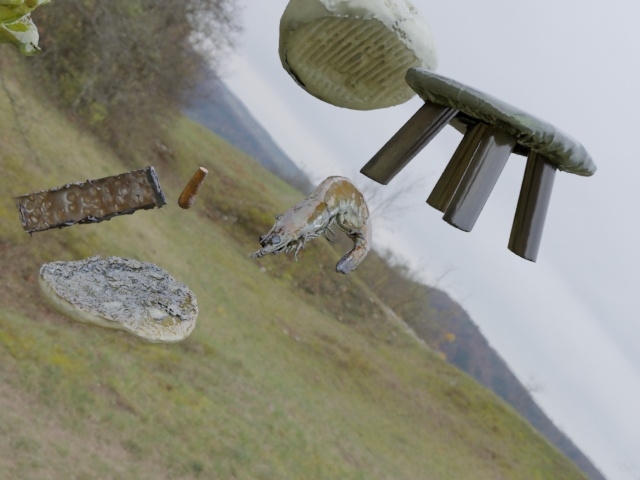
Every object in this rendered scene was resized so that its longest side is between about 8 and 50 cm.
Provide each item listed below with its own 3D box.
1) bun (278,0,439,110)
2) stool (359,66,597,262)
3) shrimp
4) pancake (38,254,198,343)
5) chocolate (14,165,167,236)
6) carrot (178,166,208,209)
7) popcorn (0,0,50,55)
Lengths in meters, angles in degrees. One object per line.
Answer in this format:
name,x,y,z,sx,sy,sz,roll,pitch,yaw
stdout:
bun,0.085,-0.454,1.734,0.359,0.211,0.360,12,-30,7
stool,0.282,-0.135,1.395,0.310,0.226,0.310,18,13,-45
shrimp,0.000,0.000,1.347,0.058,0.296,0.169,-15,-73,46
pancake,-0.333,0.091,1.312,0.282,0.049,0.282,21,14,-6
chocolate,-0.497,-0.090,1.694,0.065,0.329,0.102,-88,165,-68
carrot,-0.258,-0.105,1.572,0.032,0.093,0.032,30,14,-8
popcorn,-0.708,-0.582,1.650,0.335,0.279,0.274,41,35,2
